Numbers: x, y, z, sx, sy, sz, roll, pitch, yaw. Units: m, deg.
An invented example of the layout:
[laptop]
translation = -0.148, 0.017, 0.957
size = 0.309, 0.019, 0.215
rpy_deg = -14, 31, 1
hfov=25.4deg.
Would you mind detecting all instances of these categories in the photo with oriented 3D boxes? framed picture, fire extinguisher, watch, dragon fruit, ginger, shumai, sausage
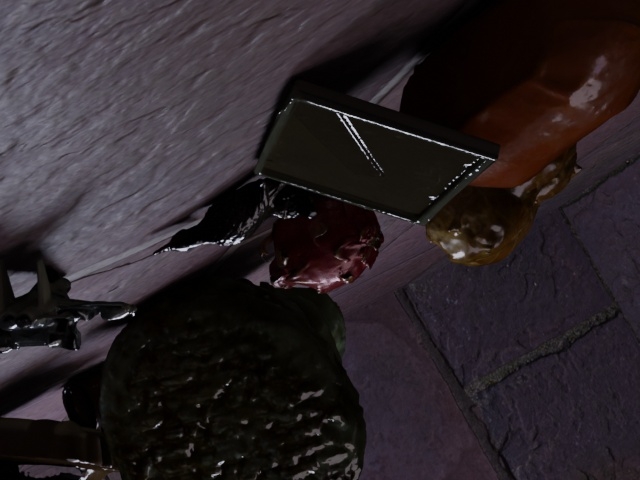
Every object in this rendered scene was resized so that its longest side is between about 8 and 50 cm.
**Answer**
[framed picture]
translation = 0.041, -0.072, 1.318
size = 0.260, 0.189, 0.023
rpy_deg = 126, -19, -73
[fire extinguisher]
translation = -0.243, 0.221, 2.312
size = 0.341, 0.141, 0.105
rpy_deg = -20, 131, -37
[watch]
translation = -0.414, 0.430, 2.060
size = 0.314, 0.326, 0.335
rpy_deg = 3, 168, 8
[dragon fruit]
translation = 0.000, 0.000, 1.773
size = 0.136, 0.133, 0.166
rpy_deg = 30, 131, -31
[ginger]
translation = 0.285, -0.081, 2.251
size = 0.274, 0.152, 0.357
rpy_deg = -50, 171, 5
[shumai]
translation = -0.128, 0.203, 2.046
size = 0.395, 0.395, 0.348
rpy_deg = -30, -161, 7
[sausage]
translation = 0.190, -0.150, 1.317
size = 0.141, 0.153, 0.268
rpy_deg = 11, 146, -40

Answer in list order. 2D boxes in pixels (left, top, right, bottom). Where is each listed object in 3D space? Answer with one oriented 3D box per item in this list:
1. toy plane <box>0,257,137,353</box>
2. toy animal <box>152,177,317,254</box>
[toy plane]
translation = -0.261, 0.066, 1.337
size = 0.192, 0.088, 0.262
rpy_deg = -2, 176, 1
[toy animal]
translation = -0.088, -0.031, 1.505
size = 0.202, 0.070, 0.105
rpy_deg = -25, 163, 6
